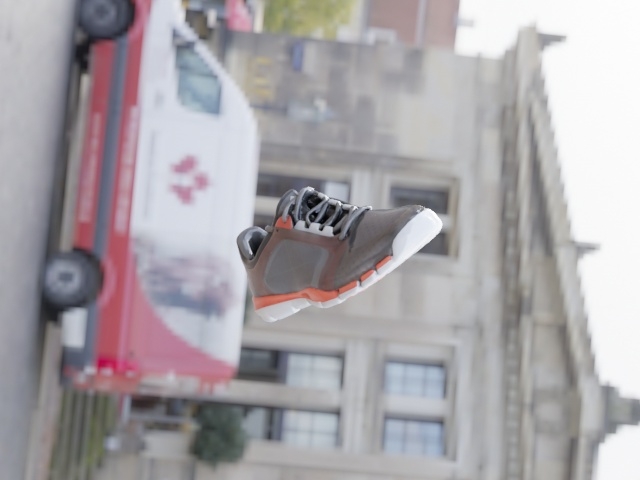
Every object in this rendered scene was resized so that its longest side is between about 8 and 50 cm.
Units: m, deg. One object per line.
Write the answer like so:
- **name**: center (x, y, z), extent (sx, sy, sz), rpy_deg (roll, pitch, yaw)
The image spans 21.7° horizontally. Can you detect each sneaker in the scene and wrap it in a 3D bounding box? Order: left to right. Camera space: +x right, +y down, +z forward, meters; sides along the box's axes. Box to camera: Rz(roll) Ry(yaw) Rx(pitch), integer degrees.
- **sneaker**: center (0.000, 0.000, 0.937), extent (0.158, 0.061, 0.065), rpy_deg (-23, -82, 48)
